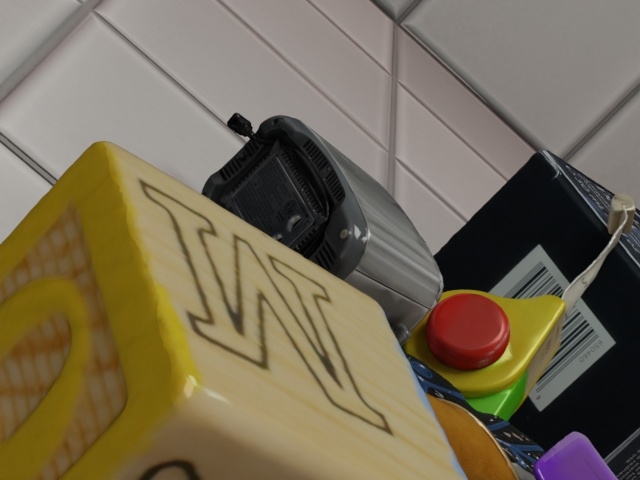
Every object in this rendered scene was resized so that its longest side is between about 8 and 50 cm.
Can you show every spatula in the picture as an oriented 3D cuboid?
[{"bbox_3d":[0.120,0.211,0.974,0.296,0.030,0.084,-25,73,-41],"label":"spatula"}]

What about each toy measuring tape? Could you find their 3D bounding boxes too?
[{"bbox_3d":[0.154,0.059,1.274,0.121,0.121,0.330,43,57,-5],"label":"toy measuring tape"}]

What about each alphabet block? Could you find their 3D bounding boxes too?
[{"bbox_3d":[-0.071,0.106,0.703,0.197,0.192,0.193,33,19,-37],"label":"alphabet block"}]

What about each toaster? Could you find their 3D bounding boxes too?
[{"bbox_3d":[0.000,0.000,1.222,0.146,0.129,0.227,33,18,-44],"label":"toaster"}]

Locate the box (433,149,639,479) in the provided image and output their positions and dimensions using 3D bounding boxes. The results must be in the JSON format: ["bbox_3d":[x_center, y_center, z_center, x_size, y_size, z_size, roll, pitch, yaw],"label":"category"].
[{"bbox_3d":[0.326,0.128,1.517,0.395,0.212,0.293,25,25,-49],"label":"box"}]

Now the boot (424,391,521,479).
[{"bbox_3d":[0.011,0.147,0.985,0.295,0.104,0.211,49,27,4],"label":"boot"}]

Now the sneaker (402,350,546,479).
[{"bbox_3d":[0.080,0.151,1.125,0.211,0.081,0.080,37,17,-3],"label":"sneaker"}]
